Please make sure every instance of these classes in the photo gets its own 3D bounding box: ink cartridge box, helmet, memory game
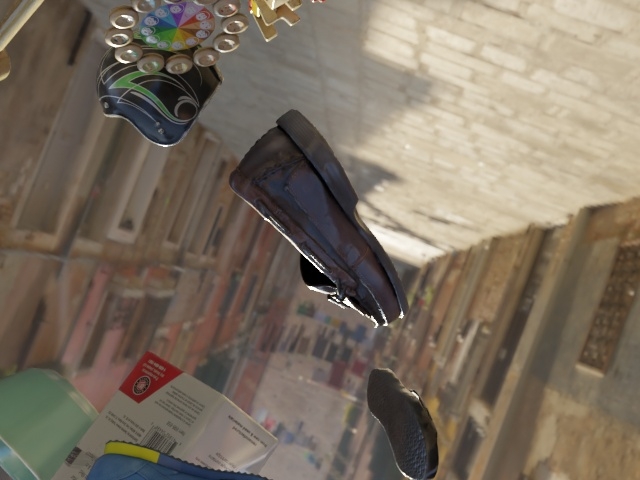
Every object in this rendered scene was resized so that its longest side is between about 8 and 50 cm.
[{"bbox_3d":[-0.209,0.292,1.099,0.197,0.273,0.114,17,155,52],"label":"ink cartridge box"},{"bbox_3d":[-0.244,-0.236,1.379,0.161,0.169,0.169,35,175,-13],"label":"helmet"},{"bbox_3d":[-0.183,-0.269,1.199,0.186,0.012,0.186,-12,157,-5],"label":"memory game"}]

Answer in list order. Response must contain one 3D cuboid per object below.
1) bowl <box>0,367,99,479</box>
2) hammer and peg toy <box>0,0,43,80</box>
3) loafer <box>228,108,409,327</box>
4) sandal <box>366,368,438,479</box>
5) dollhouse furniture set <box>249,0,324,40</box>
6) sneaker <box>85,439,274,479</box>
[{"bbox_3d":[-0.504,0.353,1.711,0.311,0.163,0.312,34,150,23],"label":"bowl"},{"bbox_3d":[-0.432,-0.386,1.142,0.265,0.361,0.127,-17,-164,33],"label":"hammer and peg toy"},{"bbox_3d":[0.000,0.000,0.929,0.109,0.095,0.303,48,172,43],"label":"loafer"},{"bbox_3d":[0.128,0.255,1.356,0.054,0.097,0.254,5,-162,-14],"label":"sandal"},{"bbox_3d":[-0.046,-0.506,1.564,0.152,0.201,0.374,56,172,4],"label":"dollhouse furniture set"},{"bbox_3d":[-0.102,0.236,0.797,0.209,0.082,0.069,12,144,5],"label":"sneaker"}]
